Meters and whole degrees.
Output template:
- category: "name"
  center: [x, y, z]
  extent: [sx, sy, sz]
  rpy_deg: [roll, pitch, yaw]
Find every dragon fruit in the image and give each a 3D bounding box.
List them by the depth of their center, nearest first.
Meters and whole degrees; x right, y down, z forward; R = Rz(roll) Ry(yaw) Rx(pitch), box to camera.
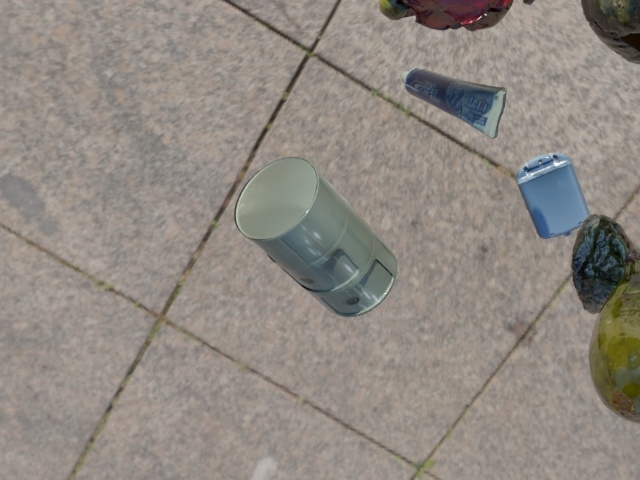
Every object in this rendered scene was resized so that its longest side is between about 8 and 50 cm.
- category: "dragon fruit"
  center: [0.191, -0.397, 1.161]
  extent: [0.228, 0.307, 0.243]
  rpy_deg: [-8, 64, 18]

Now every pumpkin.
- category: "pumpkin"
  center: [0.692, -0.476, 1.618]
  extent: [0.321, 0.320, 0.192]
  rpy_deg: [6, 73, 8]

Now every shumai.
- category: "shumai"
  center: [0.348, 0.031, 0.935]
  extent: [0.087, 0.099, 0.123]
  rpy_deg: [4, 132, 42]

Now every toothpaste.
- category: "toothpaste"
  center: [0.209, -0.237, 1.318]
  extent: [0.047, 0.268, 0.069]
  rpy_deg: [36, 92, -37]

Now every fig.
- category: "fig"
  center: [0.339, 0.105, 0.813]
  extent: [0.133, 0.185, 0.126]
  rpy_deg: [-16, 113, 26]

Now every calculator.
- category: "calculator"
  center: [0.493, -0.090, 1.719]
  extent: [0.121, 0.039, 0.210]
  rpy_deg: [-23, 120, 15]

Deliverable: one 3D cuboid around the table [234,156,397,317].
- category: "table"
  center: [0.000, 0.000, 1.076]
  extent: [0.126, 0.126, 0.220]
  rpy_deg: [-26, 138, 18]
